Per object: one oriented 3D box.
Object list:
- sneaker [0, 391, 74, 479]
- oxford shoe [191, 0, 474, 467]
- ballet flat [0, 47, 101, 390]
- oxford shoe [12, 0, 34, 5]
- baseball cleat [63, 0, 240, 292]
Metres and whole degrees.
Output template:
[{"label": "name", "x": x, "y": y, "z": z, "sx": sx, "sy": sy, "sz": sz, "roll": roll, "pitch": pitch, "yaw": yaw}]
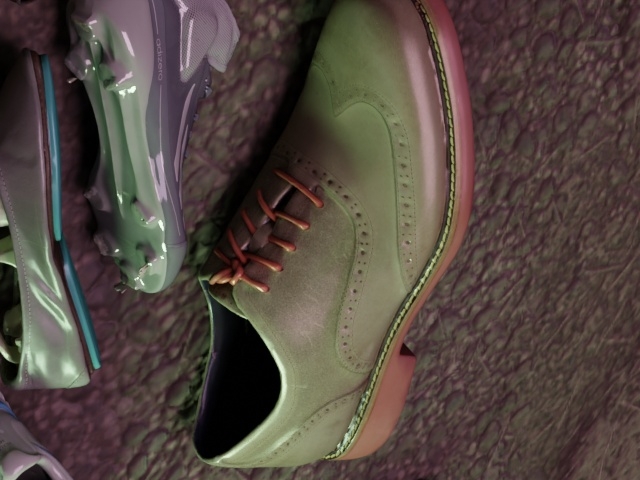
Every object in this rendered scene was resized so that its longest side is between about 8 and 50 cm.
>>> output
[{"label": "sneaker", "x": -0.167, "y": 0.169, "z": 1.180, "sx": 0.071, "sy": 0.083, "sz": 0.191, "roll": -45, "pitch": 141, "yaw": -15}, {"label": "oxford shoe", "x": 0.000, "y": 0.000, "z": 1.203, "sx": 0.130, "sy": 0.123, "sz": 0.348, "roll": -11, "pitch": 123, "yaw": -34}, {"label": "ballet flat", "x": -0.164, "y": -0.003, "z": 1.075, "sx": 0.068, "sy": 0.072, "sz": 0.213, "roll": -9, "pitch": 126, "yaw": -6}, {"label": "oxford shoe", "x": -0.079, "y": -0.166, "z": 1.006, "sx": 0.227, "sy": 0.096, "sz": 0.083, "roll": -24, "pitch": 164, "yaw": -30}, {"label": "baseball cleat", "x": -0.083, "y": -0.066, "z": 1.108, "sx": 0.109, "sy": 0.072, "sz": 0.206, "roll": -36, "pitch": 142, "yaw": -32}]
